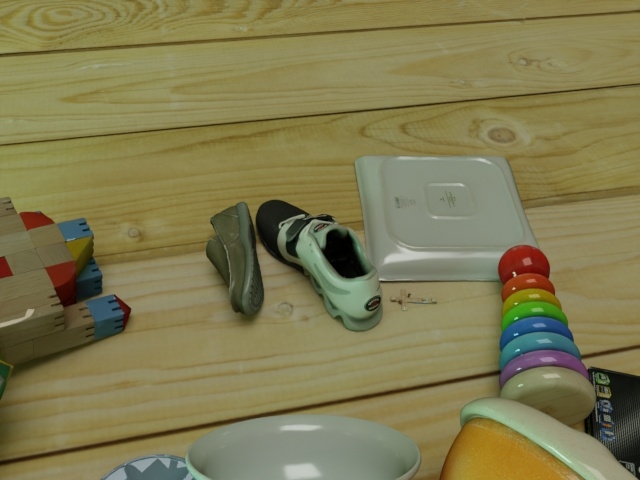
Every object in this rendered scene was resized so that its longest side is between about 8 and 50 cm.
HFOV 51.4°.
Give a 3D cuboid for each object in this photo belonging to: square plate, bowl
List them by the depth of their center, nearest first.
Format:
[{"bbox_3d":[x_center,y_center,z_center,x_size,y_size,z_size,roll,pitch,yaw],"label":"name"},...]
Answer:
[{"bbox_3d":[-0.022,0.328,0.846,0.297,0.298,0.134,0,91,-4],"label":"bowl"},{"bbox_3d":[0.253,-0.064,1.332,0.343,0.049,0.347,0,47,-5],"label":"square plate"}]

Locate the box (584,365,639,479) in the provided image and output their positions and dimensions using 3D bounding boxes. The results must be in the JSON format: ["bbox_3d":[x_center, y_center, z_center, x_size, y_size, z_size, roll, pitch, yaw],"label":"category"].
[{"bbox_3d":[0.503,0.298,1.017,0.184,0.045,0.191,10,48,8],"label":"box"}]

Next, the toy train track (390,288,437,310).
[{"bbox_3d":[0.168,0.104,1.192,0.083,0.014,0.048,3,47,-2],"label":"toy train track"}]

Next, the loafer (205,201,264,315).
[{"bbox_3d":[-0.156,0.037,1.189,0.087,0.094,0.251,-12,44,0],"label":"loafer"}]

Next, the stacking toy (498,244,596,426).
[{"bbox_3d":[0.349,0.138,1.101,0.141,0.141,0.330,5,43,1],"label":"stacking toy"}]

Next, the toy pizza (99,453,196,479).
[{"bbox_3d":[-0.227,0.385,0.888,0.201,0.032,0.201,2,46,-2],"label":"toy pizza"}]

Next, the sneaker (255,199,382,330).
[{"bbox_3d":[0.000,0.000,1.190,0.122,0.146,0.330,-31,55,-27],"label":"sneaker"}]

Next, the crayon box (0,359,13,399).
[{"bbox_3d":[-0.612,0.290,0.824,0.313,0.106,0.363,11,68,4],"label":"crayon box"}]

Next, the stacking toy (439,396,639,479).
[{"bbox_3d":[0.160,0.445,0.727,0.480,0.351,0.350,-41,60,-15],"label":"stacking toy"}]

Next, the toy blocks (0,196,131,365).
[{"bbox_3d":[-0.486,0.052,1.104,0.260,0.191,0.381,-16,50,-33],"label":"toy blocks"}]
